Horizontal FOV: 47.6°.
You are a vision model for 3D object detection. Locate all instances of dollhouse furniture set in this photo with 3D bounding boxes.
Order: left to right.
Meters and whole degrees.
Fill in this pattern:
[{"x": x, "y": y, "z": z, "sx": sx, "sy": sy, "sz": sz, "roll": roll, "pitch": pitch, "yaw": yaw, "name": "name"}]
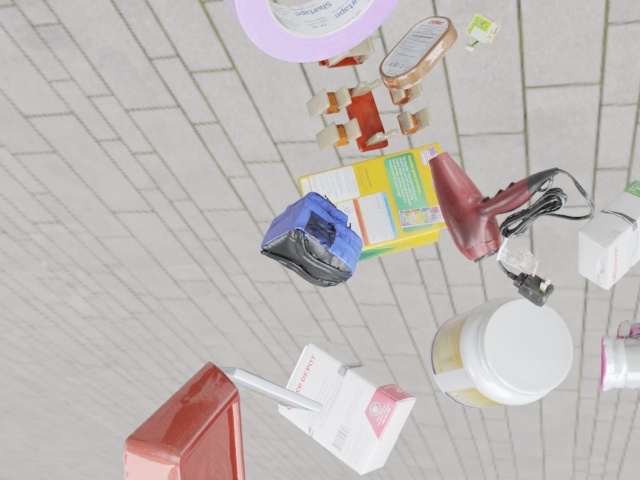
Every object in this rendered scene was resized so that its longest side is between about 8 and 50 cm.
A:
[{"x": 0.086, "y": -0.329, "z": 1.657, "sx": 0.262, "sy": 0.259, "sz": 0.135, "roll": -14, "pitch": 175, "yaw": -30, "name": "dollhouse furniture set"}]

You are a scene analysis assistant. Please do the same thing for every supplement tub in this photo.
[{"x": 0.390, "y": 0.249, "z": 1.598, "sx": 0.228, "sy": 0.228, "sz": 0.316, "roll": 13, "pitch": 163, "yaw": -7, "name": "supplement tub"}]

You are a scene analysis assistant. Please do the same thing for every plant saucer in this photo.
[{"x": -0.133, "y": 0.294, "z": 0.808, "sx": 0.047, "sy": 0.259, "sz": 0.259, "roll": -2, "pitch": -172, "yaw": 11, "name": "plant saucer"}]

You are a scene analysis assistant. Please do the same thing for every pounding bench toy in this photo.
[{"x": 0.365, "y": -0.470, "z": 1.661, "sx": 0.052, "sy": 0.065, "sz": 0.083, "roll": 37, "pitch": 113, "yaw": 19, "name": "pounding bench toy"}]

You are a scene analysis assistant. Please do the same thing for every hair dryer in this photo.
[{"x": 0.286, "y": -0.055, "z": 1.152, "sx": 0.293, "sy": 0.080, "sz": 0.224, "roll": 35, "pitch": 128, "yaw": 33, "name": "hair dryer"}]

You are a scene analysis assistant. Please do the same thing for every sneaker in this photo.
[{"x": 0.512, "y": 0.185, "z": 1.120, "sx": 0.111, "sy": 0.103, "sz": 0.252, "roll": 1, "pitch": -175, "yaw": 33, "name": "sneaker"}]

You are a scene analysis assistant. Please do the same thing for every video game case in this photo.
[{"x": -0.126, "y": 0.322, "z": 1.581, "sx": 0.212, "sy": 0.023, "sz": 0.193, "roll": 27, "pitch": 161, "yaw": -20, "name": "video game case"}]

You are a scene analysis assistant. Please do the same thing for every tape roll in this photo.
[{"x": -0.007, "y": -0.391, "z": 1.021, "sx": 0.274, "sy": 0.090, "sz": 0.275, "roll": -21, "pitch": 145, "yaw": -16, "name": "tape roll"}]

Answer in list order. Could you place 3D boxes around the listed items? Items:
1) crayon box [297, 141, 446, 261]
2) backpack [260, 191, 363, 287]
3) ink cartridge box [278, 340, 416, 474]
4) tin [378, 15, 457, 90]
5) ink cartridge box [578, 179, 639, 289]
[{"x": 0.130, "y": -0.074, "z": 1.599, "sx": 0.322, "sy": 0.203, "sz": 0.083, "roll": -14, "pitch": 161, "yaw": 2, "name": "crayon box"}, {"x": 0.000, "y": 0.000, "z": 0.994, "sx": 0.120, "sy": 0.101, "sz": 0.098, "roll": 38, "pitch": 147, "yaw": -20, "name": "backpack"}, {"x": 0.062, "y": 0.404, "z": 1.796, "sx": 0.283, "sy": 0.207, "sz": 0.117, "roll": 30, "pitch": -169, "yaw": 31, "name": "ink cartridge box"}, {"x": 0.195, "y": -0.377, "z": 1.450, "sx": 0.106, "sy": 0.190, "sz": 0.040, "roll": 27, "pitch": 161, "yaw": 43, "name": "tin"}, {"x": 0.720, "y": -0.013, "z": 1.739, "sx": 0.092, "sy": 0.219, "sz": 0.160, "roll": 37, "pitch": 156, "yaw": 42, "name": "ink cartridge box"}]
